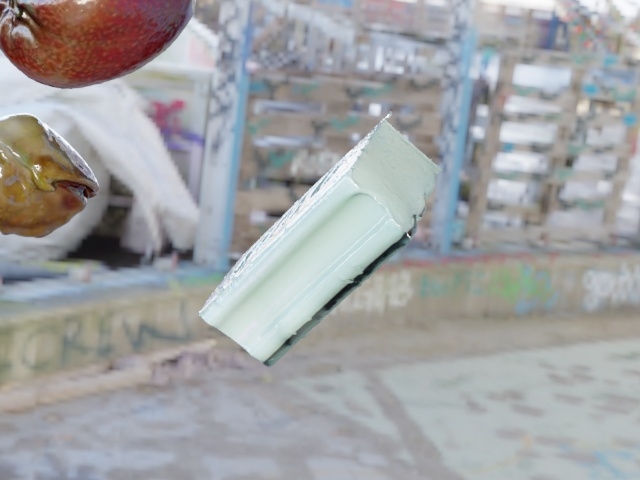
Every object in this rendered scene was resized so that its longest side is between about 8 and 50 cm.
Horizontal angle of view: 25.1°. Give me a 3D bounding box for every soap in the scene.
[{"bbox_3d":[0.000,0.000,1.398,0.094,0.261,0.150,39,36,-9],"label":"soap"}]

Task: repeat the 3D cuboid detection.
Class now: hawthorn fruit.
[{"bbox_3d":[-0.176,-0.208,1.150,0.188,0.169,0.169,-14,22,-42],"label":"hawthorn fruit"}]

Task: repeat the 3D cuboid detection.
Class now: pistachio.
[{"bbox_3d":[-0.323,-0.063,1.586,0.165,0.130,0.210,17,-12,9],"label":"pistachio"}]
